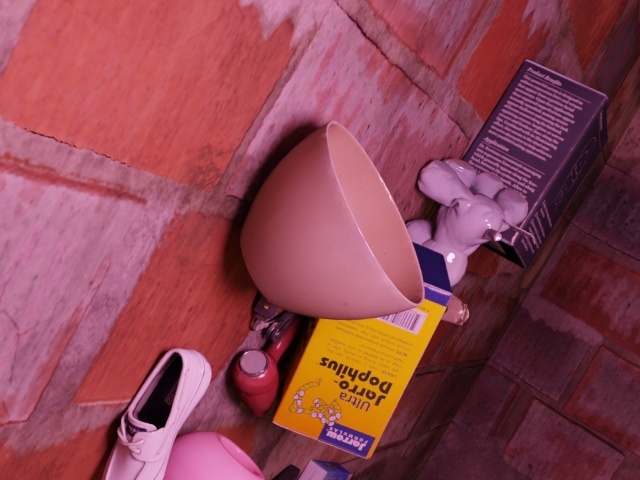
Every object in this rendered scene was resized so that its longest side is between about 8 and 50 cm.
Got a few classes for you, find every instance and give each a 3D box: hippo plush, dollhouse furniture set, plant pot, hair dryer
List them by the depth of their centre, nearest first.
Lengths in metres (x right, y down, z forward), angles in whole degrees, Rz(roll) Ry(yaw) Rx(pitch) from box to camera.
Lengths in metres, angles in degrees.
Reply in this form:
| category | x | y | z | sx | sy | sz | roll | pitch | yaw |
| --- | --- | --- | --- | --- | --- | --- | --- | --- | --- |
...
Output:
| category | x | y | z | sx | sy | sz | roll | pitch | yaw |
| --- | --- | --- | --- | --- | --- | --- | --- | --- | --- |
| plant pot | 0.000 | 0.000 | 1.174 | 0.191 | 0.284 | 0.284 | -26 | 164 | 17 |
| hair dryer | -0.071 | 0.198 | 1.461 | 0.224 | 0.080 | 0.293 | -13 | 131 | -60 |
| hippo plush | 0.298 | -0.007 | 1.729 | 0.234 | 0.294 | 0.236 | 2 | 128 | -40 |
| dollhouse furniture set | 0.352 | 0.135 | 2.166 | 0.182 | 0.101 | 0.161 | 23 | 81 | -70 |

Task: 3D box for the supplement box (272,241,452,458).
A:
| category | x | y | z | sx | sy | sz | roll | pitch | yaw |
| --- | --- | --- | --- | --- | --- | --- | --- | --- | --- |
| supplement box | 0.072 | 0.175 | 1.496 | 0.194 | 0.195 | 0.356 | -80 | -167 | -70 |

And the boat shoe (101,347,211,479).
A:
| category | x | y | z | sx | sy | sz | roll | pitch | yaw |
| --- | --- | --- | --- | --- | --- | --- | --- | --- | --- |
| boat shoe | -0.254 | 0.269 | 1.188 | 0.258 | 0.095 | 0.084 | -65 | 154 | -10 |

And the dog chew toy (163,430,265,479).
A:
| category | x | y | z | sx | sy | sz | roll | pitch | yaw |
| --- | --- | --- | --- | --- | --- | --- | --- | --- | --- |
| dog chew toy | -0.242 | 0.470 | 1.324 | 0.332 | 0.206 | 0.206 | -48 | 156 | -5 |

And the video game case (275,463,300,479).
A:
| category | x | y | z | sx | sy | sz | roll | pitch | yaw |
| --- | --- | --- | --- | --- | --- | --- | --- | --- | --- |
| video game case | -0.151 | 0.666 | 1.887 | 0.248 | 0.035 | 0.275 | -64 | 167 | 12 |

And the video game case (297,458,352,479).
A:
| category | x | y | z | sx | sy | sz | roll | pitch | yaw |
| --- | --- | --- | --- | --- | --- | --- | --- | --- | --- |
| video game case | -0.033 | 0.710 | 2.209 | 0.244 | 0.061 | 0.269 | -57 | 157 | -5 |

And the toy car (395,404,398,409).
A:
| category | x | y | z | sx | sy | sz | roll | pitch | yaw |
| --- | --- | --- | --- | --- | --- | --- | --- | --- | --- |
| toy car | 0.117 | 0.383 | 2.000 | 0.182 | 0.136 | 0.159 | -18 | 135 | -57 |

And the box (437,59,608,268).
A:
| category | x | y | z | sx | sy | sz | roll | pitch | yaw |
| --- | --- | --- | --- | --- | --- | --- | --- | --- | --- |
| box | 0.489 | -0.171 | 1.957 | 0.395 | 0.212 | 0.293 | -57 | 157 | -1 |
